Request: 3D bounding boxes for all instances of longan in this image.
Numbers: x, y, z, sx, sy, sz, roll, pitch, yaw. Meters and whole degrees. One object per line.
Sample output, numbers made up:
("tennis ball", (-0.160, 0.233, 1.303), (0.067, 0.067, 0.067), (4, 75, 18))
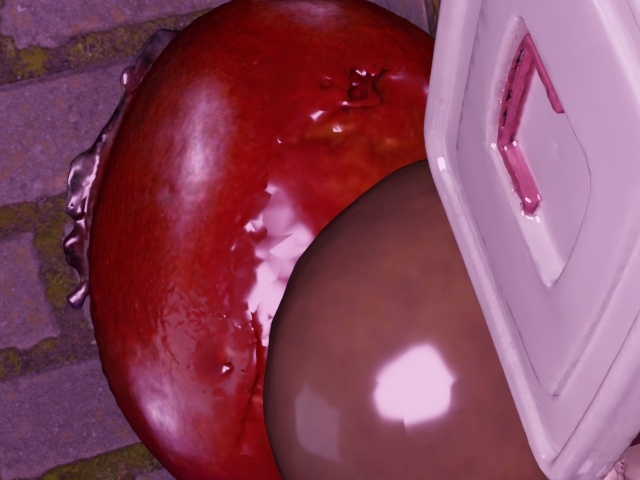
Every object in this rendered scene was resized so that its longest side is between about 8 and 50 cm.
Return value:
("longan", (0.092, 0.076, 0.800), (0.258, 0.258, 0.258), (166, 90, -82))

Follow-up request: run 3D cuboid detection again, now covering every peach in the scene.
("peach", (0.000, 0.000, 1.105), (0.353, 0.339, 0.416), (-44, 51, 36))

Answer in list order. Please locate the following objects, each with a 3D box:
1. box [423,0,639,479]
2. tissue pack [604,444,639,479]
("box", (0.148, -0.049, 0.521), (0.294, 0.167, 0.193), (93, 160, -63))
("tissue pack", (0.226, 0.194, 0.545), (0.344, 0.125, 0.242), (-161, 55, -81))
